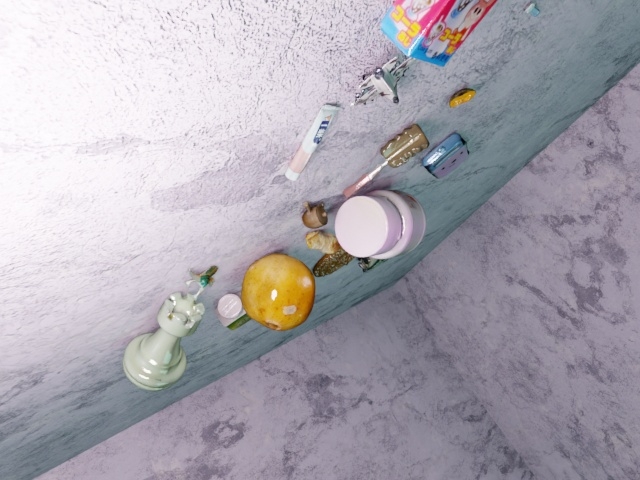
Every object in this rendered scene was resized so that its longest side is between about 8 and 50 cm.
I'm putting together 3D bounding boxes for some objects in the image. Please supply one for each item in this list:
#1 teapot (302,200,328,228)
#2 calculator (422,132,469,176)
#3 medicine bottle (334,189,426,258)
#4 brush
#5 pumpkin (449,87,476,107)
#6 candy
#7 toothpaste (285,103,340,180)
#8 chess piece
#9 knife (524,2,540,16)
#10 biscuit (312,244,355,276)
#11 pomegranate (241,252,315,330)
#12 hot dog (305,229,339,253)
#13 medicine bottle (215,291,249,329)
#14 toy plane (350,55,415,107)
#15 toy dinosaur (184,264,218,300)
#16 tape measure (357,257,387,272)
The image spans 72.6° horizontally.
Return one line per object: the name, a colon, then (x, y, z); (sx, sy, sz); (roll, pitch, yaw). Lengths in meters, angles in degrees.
teapot: (-0.026, -0.089, 1.324); (0.080, 0.085, 0.110); (-19, 142, 29)
calculator: (0.478, -0.315, 1.644); (0.173, 0.051, 0.293); (-40, 162, 18)
medicine bottle: (0.210, -0.055, 1.508); (0.241, 0.241, 0.302); (-45, 160, 29)
brush: (0.183, -0.225, 1.300); (0.301, 0.084, 0.071); (-36, 165, 23)
pumpkin: (0.409, -0.421, 1.271); (0.083, 0.028, 0.050); (-26, 161, 0)
candy: (0.258, -0.465, 0.758); (0.157, 0.100, 0.306); (-14, 152, -49)
toothpaste: (-0.023, -0.222, 0.990); (0.056, 0.036, 0.205); (-17, 151, -47)
chess piece: (-0.464, 0.296, 1.321); (0.194, 0.194, 0.299); (-10, 141, -54)
knife: (0.542, -0.587, 1.112); (0.096, 0.010, 0.027); (-18, 155, -49)
biscuit: (0.097, 0.076, 1.988); (0.305, 0.038, 0.305); (-32, 162, -11)
pomegranate: (-0.142, 0.162, 1.445); (0.264, 0.264, 0.264); (-32, 163, -11)
hot dog: (-0.001, 0.001, 1.567); (0.169, 0.061, 0.078); (20, 93, -46)
medicine bottle: (-0.316, 0.259, 1.621); (0.132, 0.088, 0.188); (-32, 163, -7)
toy plane: (0.137, -0.333, 0.926); (0.160, 0.082, 0.234); (-36, -178, 17)
toy dinosaur: (-0.340, 0.108, 1.270); (0.106, 0.044, 0.187); (-39, 155, -35)
tape measure: (0.292, 0.065, 2.202); (0.235, 0.115, 0.207); (-35, 165, 2)
